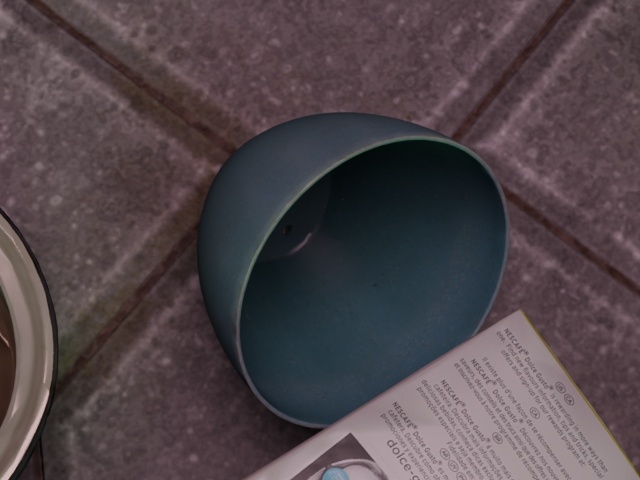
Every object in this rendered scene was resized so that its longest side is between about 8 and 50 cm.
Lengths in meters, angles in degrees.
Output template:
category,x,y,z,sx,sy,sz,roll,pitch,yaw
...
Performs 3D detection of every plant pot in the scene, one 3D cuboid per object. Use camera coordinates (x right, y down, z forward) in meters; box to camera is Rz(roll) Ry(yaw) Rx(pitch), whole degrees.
category,x,y,z,sx,sy,sz,roll,pitch,yaw
plant pot,0.000,0.000,1.662,0.290,0.290,0.195,-33,41,-17

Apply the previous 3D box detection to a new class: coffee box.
category,x,y,z,sx,sy,sz,roll,pitch,yaw
coffee box,0.100,0.319,1.496,0.334,0.337,0.338,-31,76,-17

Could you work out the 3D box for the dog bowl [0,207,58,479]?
category,x,y,z,sx,sy,sz,roll,pitch,yaw
dog bowl,-0.438,0.122,1.608,0.408,0.150,0.408,2,69,-6
